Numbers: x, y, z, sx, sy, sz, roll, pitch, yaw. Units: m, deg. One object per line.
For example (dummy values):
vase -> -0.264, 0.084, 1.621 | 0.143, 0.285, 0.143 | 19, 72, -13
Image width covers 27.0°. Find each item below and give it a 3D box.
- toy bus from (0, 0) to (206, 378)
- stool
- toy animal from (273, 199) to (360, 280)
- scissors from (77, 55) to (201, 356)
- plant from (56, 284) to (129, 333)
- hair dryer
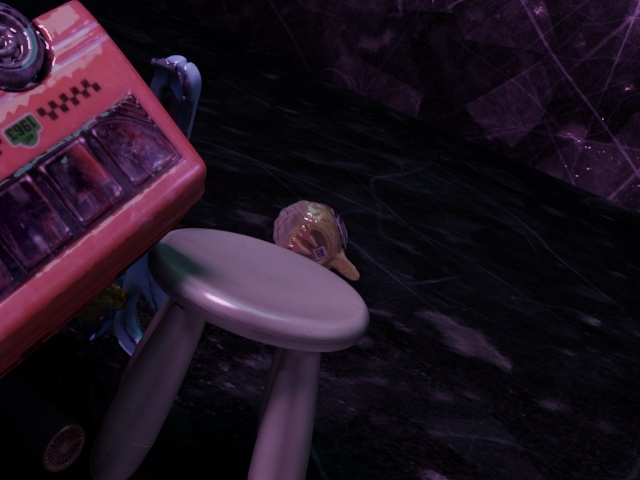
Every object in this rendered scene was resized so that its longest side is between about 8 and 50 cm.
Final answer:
toy bus -> -0.287, 0.014, 0.939 | 0.233, 0.203, 0.427 | 48, 45, -3
stool -> -0.077, 0.114, 1.150 | 0.195, 0.199, 0.195 | 18, 18, -4
toy animal -> 0.000, 0.000, 1.815 | 0.137, 0.098, 0.098 | 35, 15, -7
scissors -> -0.169, -0.027, 1.218 | 0.180, 0.393, 0.032 | 41, 49, 14
plant -> -0.326, -0.019, 1.253 | 0.305, 0.297, 0.261 | 2, -27, 0
hair dryer -> -0.315, 0.139, 1.061 | 0.173, 0.050, 0.194 | 27, 20, 33
